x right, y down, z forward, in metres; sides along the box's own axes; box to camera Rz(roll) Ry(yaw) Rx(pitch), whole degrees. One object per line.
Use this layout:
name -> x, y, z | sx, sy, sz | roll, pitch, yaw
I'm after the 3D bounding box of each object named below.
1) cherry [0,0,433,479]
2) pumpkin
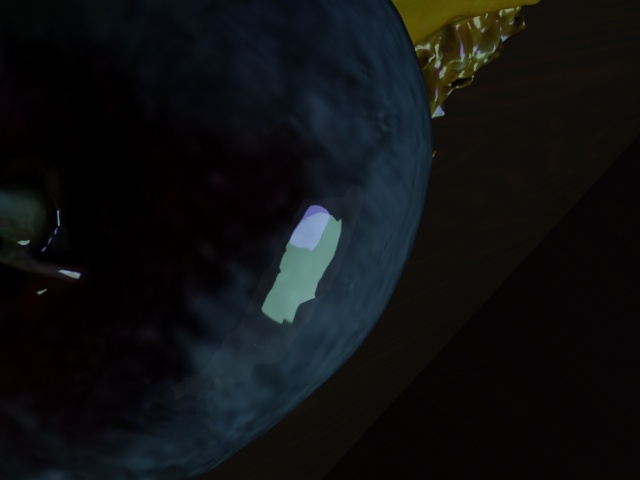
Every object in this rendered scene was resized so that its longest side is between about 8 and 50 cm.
cherry -> -0.077, -0.021, 0.693 | 0.255, 0.218, 0.296 | -52, -179, 15
pumpkin -> 0.048, -0.146, 1.015 | 0.278, 0.111, 0.163 | -47, 153, 18
